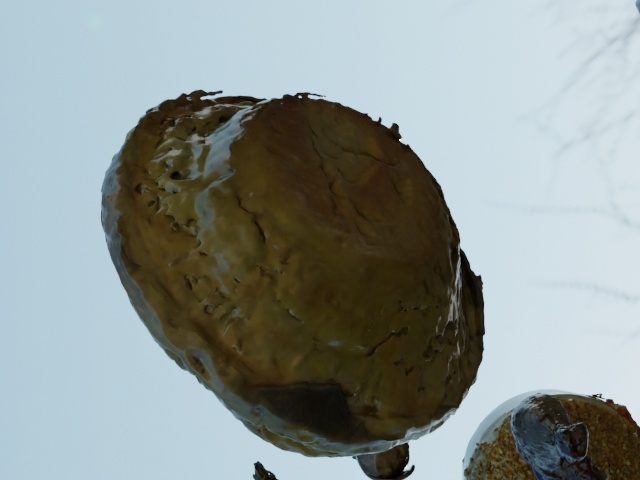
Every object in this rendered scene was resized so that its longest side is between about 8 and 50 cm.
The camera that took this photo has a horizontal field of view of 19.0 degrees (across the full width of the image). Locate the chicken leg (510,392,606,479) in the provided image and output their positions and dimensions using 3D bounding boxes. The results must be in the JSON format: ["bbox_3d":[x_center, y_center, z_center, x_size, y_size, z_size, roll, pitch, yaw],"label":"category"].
[{"bbox_3d":[0.316,0.280,2.457,0.177,0.083,0.322,46,173,38],"label":"chicken leg"}]

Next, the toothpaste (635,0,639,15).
[{"bbox_3d":[0.423,-0.178,2.150,0.314,0.058,0.056,62,-147,-11],"label":"toothpaste"}]

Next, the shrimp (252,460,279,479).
[{"bbox_3d":[-0.022,0.311,2.075,0.184,0.043,0.091,50,-152,-23],"label":"shrimp"}]

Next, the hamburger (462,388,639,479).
[{"bbox_3d":[0.344,0.348,2.746,0.179,0.294,0.276,-144,44,-74],"label":"hamburger"}]

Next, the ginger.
[{"bbox_3d":[0.108,0.174,2.584,0.133,0.309,0.107,24,-167,22],"label":"ginger"}]

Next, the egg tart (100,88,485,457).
[{"bbox_3d":[0.000,0.000,1.871,0.443,0.178,0.443,22,-138,-21],"label":"egg tart"}]
